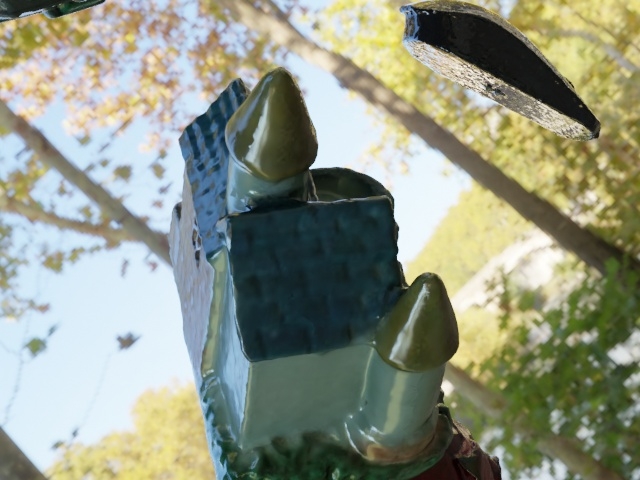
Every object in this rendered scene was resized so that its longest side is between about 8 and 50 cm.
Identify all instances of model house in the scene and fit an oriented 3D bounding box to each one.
[{"bbox_3d":[0.000,0.000,0.781,0.194,0.267,0.325,-8,-39,-12],"label":"model house"}]

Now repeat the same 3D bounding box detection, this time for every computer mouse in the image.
[{"bbox_3d":[0.230,-0.222,1.347,0.087,0.295,0.168,-60,1,1],"label":"computer mouse"}]

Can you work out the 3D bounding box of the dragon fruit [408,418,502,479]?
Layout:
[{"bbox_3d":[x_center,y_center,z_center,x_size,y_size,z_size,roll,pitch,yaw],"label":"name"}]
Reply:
[{"bbox_3d":[0.058,0.243,1.040,0.193,0.274,0.192,112,174,-46],"label":"dragon fruit"}]

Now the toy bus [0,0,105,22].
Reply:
[{"bbox_3d":[-0.263,-0.345,0.830,0.183,0.199,0.343,-29,-63,-40],"label":"toy bus"}]
